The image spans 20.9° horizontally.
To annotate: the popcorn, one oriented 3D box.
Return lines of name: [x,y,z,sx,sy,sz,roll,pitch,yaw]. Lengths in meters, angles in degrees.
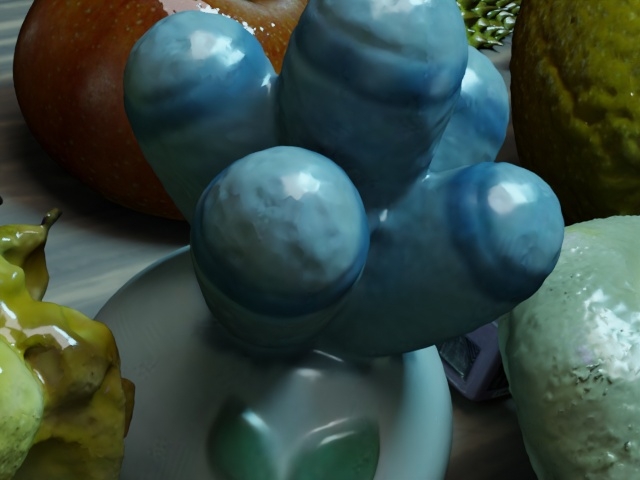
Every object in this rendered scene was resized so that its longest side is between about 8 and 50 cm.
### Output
popcorn: [-0.217,0.064,0.837,0.253,0.191,0.190,5,-5,5]

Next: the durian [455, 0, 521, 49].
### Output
durian: [0.096,-0.246,1.559,0.139,0.144,0.252,16,29,41]

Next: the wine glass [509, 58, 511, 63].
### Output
wine glass: [0.301,-0.135,1.523,0.262,0.074,0.074,25,32,7]

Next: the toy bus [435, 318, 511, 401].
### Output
toy bus: [0.077,0.010,1.149,0.096,0.108,0.199,-11,44,-45]

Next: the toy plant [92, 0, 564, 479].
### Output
toy plant: [0.000,0.000,0.916,0.247,0.332,0.247,14,34,-9]

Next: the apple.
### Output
apple: [-0.089,-0.119,1.199,0.234,0.173,0.210,-2,37,-31]

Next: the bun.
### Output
bun: [0.202,0.091,0.987,0.239,0.141,0.239,37,38,-37]

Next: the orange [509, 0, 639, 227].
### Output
orange: [0.289,-0.113,1.261,0.322,0.322,0.357,23,42,8]
